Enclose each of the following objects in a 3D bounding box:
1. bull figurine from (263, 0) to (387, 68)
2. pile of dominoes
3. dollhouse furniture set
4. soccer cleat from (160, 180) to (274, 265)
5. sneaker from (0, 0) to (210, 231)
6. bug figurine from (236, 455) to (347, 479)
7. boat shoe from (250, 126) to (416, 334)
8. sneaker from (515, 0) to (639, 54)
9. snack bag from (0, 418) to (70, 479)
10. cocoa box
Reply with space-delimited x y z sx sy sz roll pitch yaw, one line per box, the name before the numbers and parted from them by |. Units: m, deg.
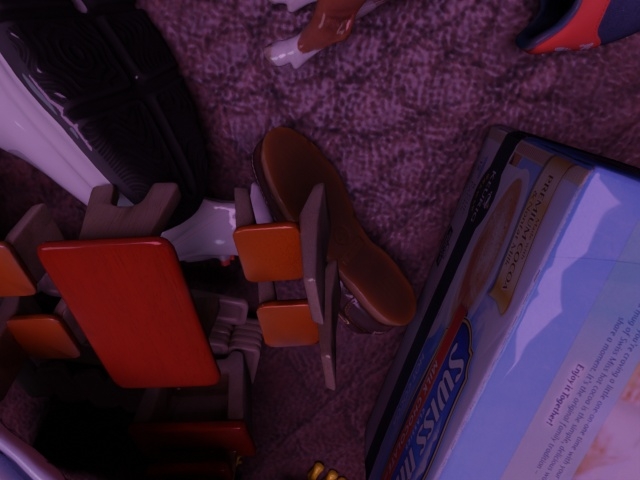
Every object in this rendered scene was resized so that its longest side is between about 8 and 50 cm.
bull figurine | -0.037 -0.279 0.389 0.188 0.101 0.310 -35 95 41
pile of dominoes | -0.184 0.096 0.550 0.251 0.040 0.196 11 130 -6
dollhouse furniture set | -0.115 0.092 0.420 0.262 0.135 0.259 -3 133 5
soccer cleat | -0.140 -0.010 0.525 0.196 0.068 0.076 -7 100 0
sneaker | -0.305 -0.151 0.468 0.257 0.169 0.447 -33 101 27
bug figurine | -0.098 0.347 0.624 0.216 0.072 0.279 32 107 -5
boat shoe | 0.000 0.000 0.512 0.073 0.073 0.207 -25 100 52
sneaker | 0.139 -0.293 0.381 0.148 0.131 0.350 -24 103 9
snack bag | -0.186 0.226 0.467 0.323 0.037 0.342 30 148 16
cocoa box | 0.196 0.116 0.450 0.231 0.228 0.347 19 107 -2
